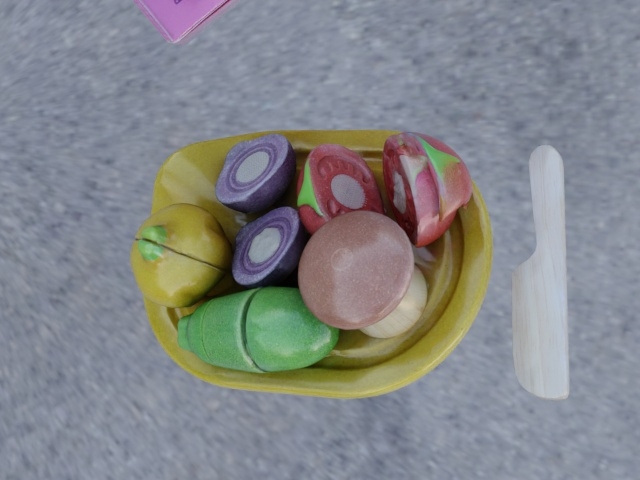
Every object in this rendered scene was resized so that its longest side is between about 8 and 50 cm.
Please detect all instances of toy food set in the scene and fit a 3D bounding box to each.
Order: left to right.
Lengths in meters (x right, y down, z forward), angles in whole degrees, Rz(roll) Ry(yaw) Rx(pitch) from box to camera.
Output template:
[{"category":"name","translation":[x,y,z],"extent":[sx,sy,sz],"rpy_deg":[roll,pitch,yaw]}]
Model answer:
[{"category":"toy food set","translation":[0.000,0.000,0.665],"extent":[0.218,0.071,0.128],"rpy_deg":[1,72,26]}]

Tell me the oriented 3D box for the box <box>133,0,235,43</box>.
[{"category":"box","translation":[-0.083,-0.201,0.649],"extent":[0.117,0.243,0.213],"rpy_deg":[-38,99,2]}]
